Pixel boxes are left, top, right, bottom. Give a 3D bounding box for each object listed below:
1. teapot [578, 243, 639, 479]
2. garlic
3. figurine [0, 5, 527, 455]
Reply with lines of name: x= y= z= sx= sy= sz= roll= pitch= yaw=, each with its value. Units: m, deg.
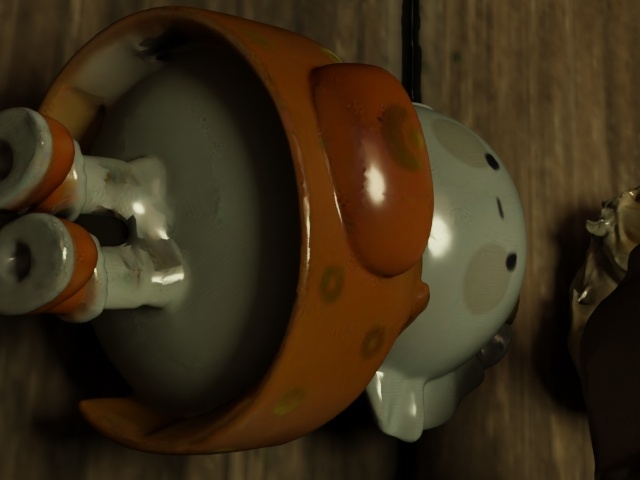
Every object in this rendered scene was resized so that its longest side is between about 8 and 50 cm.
teapot: x=0.190 y=0.157 z=0.528 sx=0.312 sy=0.233 sz=0.315 roll=29 pitch=45 yaw=-32
garlic: x=0.142 y=0.030 z=0.673 sx=0.094 sy=0.074 sz=0.113 roll=29 pitch=42 yaw=33
figurine: x=-0.009 y=0.002 z=0.561 sx=0.271 sy=0.143 sz=0.143 roll=18 pitch=54 yaw=-66
